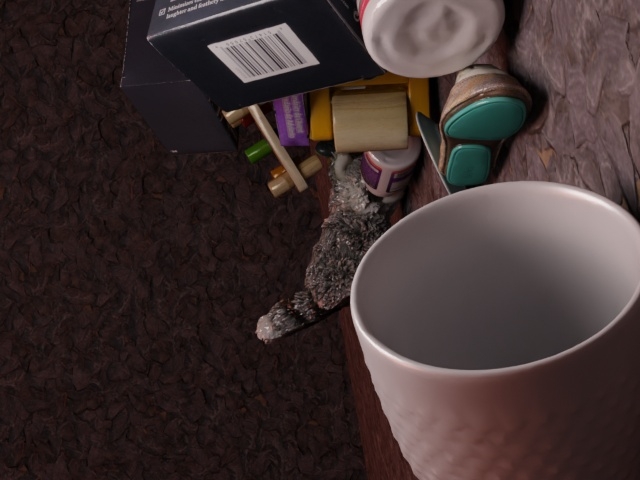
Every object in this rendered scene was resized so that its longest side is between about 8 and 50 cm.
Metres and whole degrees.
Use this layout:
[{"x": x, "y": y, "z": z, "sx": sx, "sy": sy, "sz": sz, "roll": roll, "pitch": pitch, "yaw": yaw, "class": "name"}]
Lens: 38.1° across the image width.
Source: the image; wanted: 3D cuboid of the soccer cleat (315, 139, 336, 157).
[{"x": 0.068, "y": -0.231, "z": 2.041, "sx": 0.060, "sy": 0.179, "sz": 0.072, "roll": 54, "pitch": 150, "yaw": 36, "class": "soccer cleat"}]

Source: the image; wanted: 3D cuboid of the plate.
[{"x": 0.200, "y": -0.120, "z": 1.442, "sx": 0.188, "sy": 0.024, "sz": 0.188, "roll": 56, "pitch": -162, "yaw": -29, "class": "plate"}]

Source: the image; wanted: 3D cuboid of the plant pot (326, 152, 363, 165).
[{"x": 0.092, "y": -0.208, "z": 2.177, "sx": 0.134, "sy": 0.134, "sz": 0.095, "roll": -119, "pitch": 45, "yaw": -72, "class": "plant pot"}]

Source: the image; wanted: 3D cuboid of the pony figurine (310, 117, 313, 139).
[{"x": -0.025, "y": -0.422, "z": 2.133, "sx": 0.351, "sy": 0.303, "sz": 0.363, "roll": 57, "pitch": -160, "yaw": -11, "class": "pony figurine"}]

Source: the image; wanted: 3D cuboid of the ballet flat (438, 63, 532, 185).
[{"x": 0.204, "y": -0.169, "z": 1.226, "sx": 0.316, "sy": 0.108, "sz": 0.106, "roll": 103, "pitch": 169, "yaw": -74, "class": "ballet flat"}]

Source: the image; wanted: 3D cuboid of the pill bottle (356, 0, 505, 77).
[{"x": 0.122, "y": -0.382, "z": 1.202, "sx": 0.176, "sy": 0.176, "sz": 0.318, "roll": 89, "pitch": 174, "yaw": -57, "class": "pill bottle"}]

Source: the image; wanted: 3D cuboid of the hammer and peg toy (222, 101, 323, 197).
[{"x": -0.134, "y": -0.262, "z": 2.021, "sx": 0.361, "sy": 0.127, "sz": 0.266, "roll": 58, "pitch": 180, "yaw": -6, "class": "hammer and peg toy"}]

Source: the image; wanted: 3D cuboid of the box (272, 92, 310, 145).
[{"x": -0.049, "y": -0.341, "z": 1.625, "sx": 0.201, "sy": 0.057, "sz": 0.293, "roll": 80, "pitch": -171, "yaw": -61, "class": "box"}]

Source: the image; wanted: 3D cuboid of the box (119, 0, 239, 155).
[{"x": -0.307, "y": -0.410, "z": 2.149, "sx": 0.343, "sy": 0.179, "sz": 0.312, "roll": 62, "pitch": -153, "yaw": -67, "class": "box"}]

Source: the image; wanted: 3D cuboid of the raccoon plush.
[{"x": 0.000, "y": 0.000, "z": 2.015, "sx": 0.299, "sy": 0.447, "sz": 0.216, "roll": 65, "pitch": -176, "yaw": 13, "class": "raccoon plush"}]

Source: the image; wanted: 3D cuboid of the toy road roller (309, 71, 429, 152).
[{"x": 0.085, "y": -0.331, "z": 1.648, "sx": 0.240, "sy": 0.203, "sz": 0.329, "roll": -75, "pitch": -18, "yaw": -75, "class": "toy road roller"}]

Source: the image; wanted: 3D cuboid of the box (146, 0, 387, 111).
[{"x": -0.055, "y": -0.434, "z": 1.408, "sx": 0.212, "sy": 0.294, "sz": 0.395, "roll": 40, "pitch": -130, "yaw": -49, "class": "box"}]

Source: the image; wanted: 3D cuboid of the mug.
[{"x": 0.218, "y": 0.121, "z": 0.963, "sx": 0.374, "sy": 0.276, "sz": 0.328, "roll": -63, "pitch": -37, "yaw": -46, "class": "mug"}]

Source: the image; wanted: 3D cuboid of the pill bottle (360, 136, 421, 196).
[{"x": 0.135, "y": -0.156, "z": 1.842, "sx": 0.193, "sy": 0.108, "sz": 0.108, "roll": 99, "pitch": 160, "yaw": -72, "class": "pill bottle"}]
